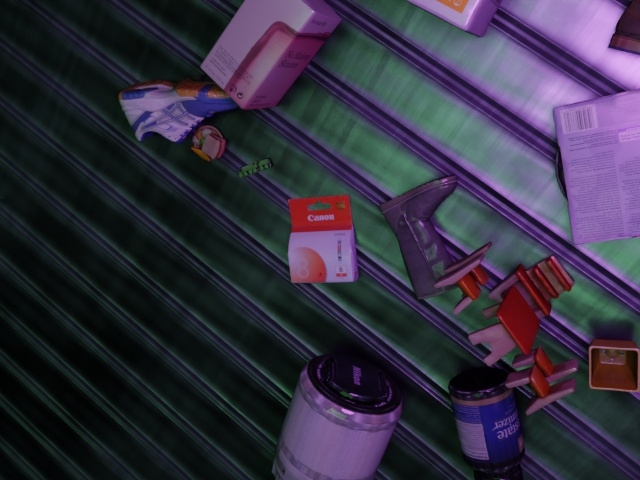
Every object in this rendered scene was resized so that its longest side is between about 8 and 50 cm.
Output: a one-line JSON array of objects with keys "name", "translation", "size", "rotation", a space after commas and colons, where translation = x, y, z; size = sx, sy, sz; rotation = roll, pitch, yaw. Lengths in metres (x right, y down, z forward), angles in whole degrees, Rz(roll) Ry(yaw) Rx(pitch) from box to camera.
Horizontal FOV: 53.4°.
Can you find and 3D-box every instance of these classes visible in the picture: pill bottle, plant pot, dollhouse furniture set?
[{"name": "pill bottle", "translation": [0.330, 0.371, 1.245], "size": [0.123, 0.123, 0.219], "rotation": [-10, 99, 25]}, {"name": "plant pot", "translation": [0.528, 0.215, 1.144], "size": [0.081, 0.083, 0.081], "rotation": [0, 103, 24]}, {"name": "dollhouse furniture set", "translation": [0.350, 0.117, 1.098], "size": [0.135, 0.259, 0.262], "rotation": [-37, 87, 29]}]

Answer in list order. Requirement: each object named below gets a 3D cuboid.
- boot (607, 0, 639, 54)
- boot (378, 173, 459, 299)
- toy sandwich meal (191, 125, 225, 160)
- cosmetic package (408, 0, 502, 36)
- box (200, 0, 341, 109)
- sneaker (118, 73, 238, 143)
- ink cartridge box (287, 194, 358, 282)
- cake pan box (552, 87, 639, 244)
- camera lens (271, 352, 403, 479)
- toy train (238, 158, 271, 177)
[{"name": "boot", "translation": [0.579, -0.331, 0.993], "size": [0.219, 0.082, 0.106], "rotation": [19, 112, 20]}, {"name": "boot", "translation": [0.222, -0.004, 1.227], "size": [0.189, 0.076, 0.208], "rotation": [-27, 84, 40]}, {"name": "toy sandwich meal", "translation": [-0.248, -0.212, 1.400], "size": [0.085, 0.029, 0.085], "rotation": [5, 105, 22]}, {"name": "cosmetic package", "translation": [0.126, -0.558, 1.086], "size": [0.453, 0.161, 0.230], "rotation": [33, 113, 13]}, {"name": "box", "translation": [-0.094, -0.382, 1.228], "size": [0.127, 0.148, 0.232], "rotation": [46, 115, 6]}, {"name": "sneaker", "translation": [-0.289, -0.280, 1.375], "size": [0.296, 0.112, 0.131], "rotation": [2, 121, 24]}, {"name": "ink cartridge box", "translation": [0.000, 0.000, 1.339], "size": [0.145, 0.045, 0.179], "rotation": [-2, 104, 23]}, {"name": "cake pan box", "translation": [0.535, -0.130, 1.068], "size": [0.267, 0.070, 0.246], "rotation": [-10, 96, 25]}, {"name": "camera lens", "translation": [0.033, 0.391, 1.321], "size": [0.219, 0.219, 0.274], "rotation": [24, 111, 16]}, {"name": "toy train", "translation": [-0.144, -0.157, 1.376], "size": [0.083, 0.017, 0.024], "rotation": [-15, 87, 25]}]
